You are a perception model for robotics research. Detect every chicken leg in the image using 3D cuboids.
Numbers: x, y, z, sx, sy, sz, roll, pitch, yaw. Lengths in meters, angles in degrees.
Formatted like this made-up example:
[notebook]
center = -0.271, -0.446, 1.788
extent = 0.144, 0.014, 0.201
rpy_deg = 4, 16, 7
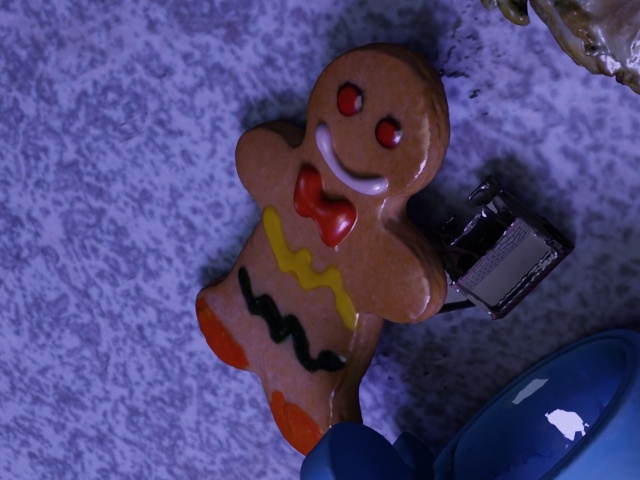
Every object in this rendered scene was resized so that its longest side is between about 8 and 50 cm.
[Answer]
[chicken leg]
center = 0.119, -0.157, 0.599
extent = 0.227, 0.088, 0.103
rpy_deg = 46, 135, -3

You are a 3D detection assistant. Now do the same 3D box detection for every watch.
[watch]
center = 0.121, 0.137, 0.676
extent = 0.193, 0.211, 0.211
rpy_deg = -40, 91, 18

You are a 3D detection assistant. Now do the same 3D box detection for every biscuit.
[biscuit]
center = -0.001, 0.000, 0.716
extent = 0.165, 0.036, 0.250
rpy_deg = 44, 127, 28

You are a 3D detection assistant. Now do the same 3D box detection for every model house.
[model house]
center = 0.092, 0.014, 0.707
extent = 0.058, 0.057, 0.083
rpy_deg = 32, 108, -33
